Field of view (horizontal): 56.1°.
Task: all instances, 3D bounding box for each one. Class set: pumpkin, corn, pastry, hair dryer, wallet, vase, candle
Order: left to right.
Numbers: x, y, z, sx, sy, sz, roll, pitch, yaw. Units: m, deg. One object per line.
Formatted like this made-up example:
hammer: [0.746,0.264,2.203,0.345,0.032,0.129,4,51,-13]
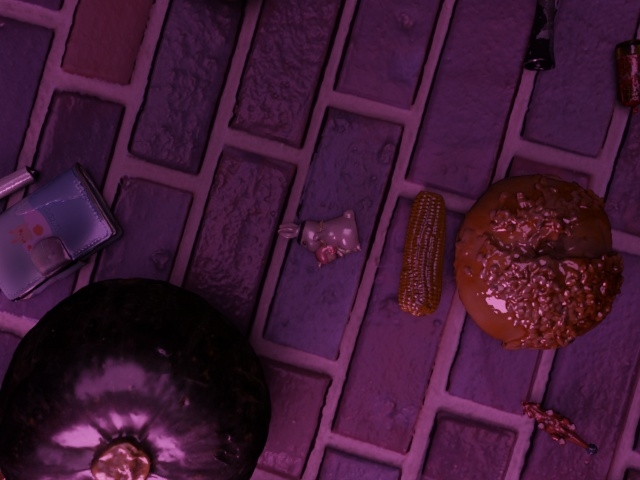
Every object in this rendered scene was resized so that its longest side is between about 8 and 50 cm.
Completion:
hair dryer: [-0.671,-0.095,1.184,0.236,0.073,0.131,-27,86,1]
wallet: [-0.529,-0.012,1.165,0.250,0.075,0.176,-32,89,2]
pumpkin: [-0.307,0.283,1.014,0.453,0.344,0.455,-1,103,-5]
corn: [0.192,0.026,1.108,0.080,0.080,0.231,7,88,5]
pastry: [0.376,0.039,1.037,0.284,0.184,0.316,0,90,6]
vase: [0.409,-0.401,1.100,0.059,0.059,0.167,6,90,5]
candle: [0.565,-0.294,1.090,0.051,0.052,0.131,-2,90,5]

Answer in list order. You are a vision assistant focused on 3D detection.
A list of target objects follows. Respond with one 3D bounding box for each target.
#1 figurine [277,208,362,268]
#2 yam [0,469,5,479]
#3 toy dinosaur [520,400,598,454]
figurine: [0.001,0.003,1.119,0.146,0.081,0.098,-12,89,4]
yam: [-0.579,0.458,1.146,0.130,0.131,0.280,1,89,5]
toy dinosaur: [0.434,0.341,1.094,0.154,0.055,0.049,34,90,12]
